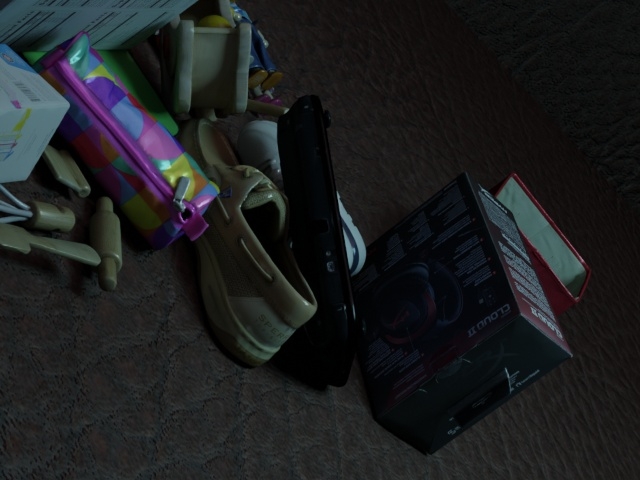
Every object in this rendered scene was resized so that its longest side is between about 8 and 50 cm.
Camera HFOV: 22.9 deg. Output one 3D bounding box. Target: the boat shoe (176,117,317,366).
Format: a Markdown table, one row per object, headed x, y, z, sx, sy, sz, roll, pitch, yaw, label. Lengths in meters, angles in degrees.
| x | y | z | sx | sy | sz | roll | pitch | yaw | label |
| --- | --- | --- | --- | --- | --- | --- | --- | --- | --- |
| -0.081 | -0.021 | 1.717 | 0.122 | 0.110 | 0.341 | 31 | 29 | -45 | boat shoe |

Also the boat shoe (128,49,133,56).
| x | y | z | sx | sy | sz | roll | pitch | yaw | label |
| --- | --- | --- | --- | --- | --- | --- | --- | --- | --- |
| -0.271 | -0.239 | 1.762 | 0.153 | 0.056 | 0.048 | 23 | 39 | -41 | boat shoe |

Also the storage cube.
| x | y | z | sx | sy | sz | roll | pitch | yaw | label |
| --- | --- | --- | --- | --- | --- | --- | --- | --- | --- |
| 0.237 | 0.047 | 2.185 | 0.183 | 0.193 | 0.215 | 52 | 19 | -1 | storage cube |

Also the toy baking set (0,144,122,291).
| x | y | z | sx | sy | sz | roll | pitch | yaw | label |
| --- | --- | --- | --- | --- | --- | --- | --- | --- | --- |
| -0.262 | -0.030 | 1.460 | 0.197 | 0.030 | 0.256 | 34 | 20 | -29 | toy baking set |

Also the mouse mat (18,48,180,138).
| x | y | z | sx | sy | sz | roll | pitch | yaw | label |
| --- | --- | --- | --- | --- | --- | --- | --- | --- | --- |
| -0.239 | -0.167 | 1.693 | 0.189 | 0.007 | 0.152 | 55 | 37 | -4 | mouse mat |

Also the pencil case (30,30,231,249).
| x | y | z | sx | sy | sz | roll | pitch | yaw | label |
| --- | --- | --- | --- | --- | --- | --- | --- | --- | --- |
| -0.200 | -0.098 | 1.598 | 0.236 | 0.104 | 0.104 | 48 | 20 | -8 | pencil case |

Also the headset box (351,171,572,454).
| x | y | z | sx | sy | sz | roll | pitch | yaw | label |
| --- | --- | --- | --- | --- | --- | --- | --- | --- | --- |
| 0.155 | 0.095 | 1.884 | 0.110 | 0.218 | 0.293 | 37 | 23 | -35 | headset box |

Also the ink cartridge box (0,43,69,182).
| x | y | z | sx | sy | sz | roll | pitch | yaw | label |
| --- | --- | --- | --- | --- | --- | --- | --- | --- | --- |
| -0.307 | -0.107 | 1.357 | 0.092 | 0.090 | 0.143 | 43 | 25 | 18 | ink cartridge box |

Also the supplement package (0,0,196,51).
| x | y | z | sx | sy | sz | roll | pitch | yaw | label |
| --- | --- | --- | --- | --- | --- | --- | --- | --- | --- |
| -0.256 | -0.323 | 1.605 | 0.263 | 0.198 | 0.199 | -11 | 75 | -53 | supplement package |

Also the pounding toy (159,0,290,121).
| x | y | z | sx | sy | sz | roll | pitch | yaw | label |
| --- | --- | --- | --- | --- | --- | --- | --- | --- | --- |
| -0.106 | -0.219 | 1.829 | 0.269 | 0.155 | 0.154 | -169 | -101 | -78 | pounding toy |

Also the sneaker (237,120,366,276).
| x | y | z | sx | sy | sz | roll | pitch | yaw | label |
| --- | --- | --- | --- | --- | --- | --- | --- | --- | --- |
| -0.037 | -0.050 | 1.920 | 0.095 | 0.090 | 0.235 | -12 | 61 | -52 | sneaker |

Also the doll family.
| x | y | z | sx | sy | sz | roll | pitch | yaw | label |
| --- | --- | --- | --- | --- | --- | --- | --- | --- | --- |
| -0.122 | -0.274 | 2.054 | 0.263 | 0.118 | 0.163 | 14 | 42 | -60 | doll family |

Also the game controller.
| x | y | z | sx | sy | sz | roll | pitch | yaw | label |
| --- | --- | --- | --- | --- | --- | --- | --- | --- | --- |
| 0.000 | 0.000 | 1.762 | 0.166 | 0.067 | 0.319 | 83 | -2 | -62 | game controller |
